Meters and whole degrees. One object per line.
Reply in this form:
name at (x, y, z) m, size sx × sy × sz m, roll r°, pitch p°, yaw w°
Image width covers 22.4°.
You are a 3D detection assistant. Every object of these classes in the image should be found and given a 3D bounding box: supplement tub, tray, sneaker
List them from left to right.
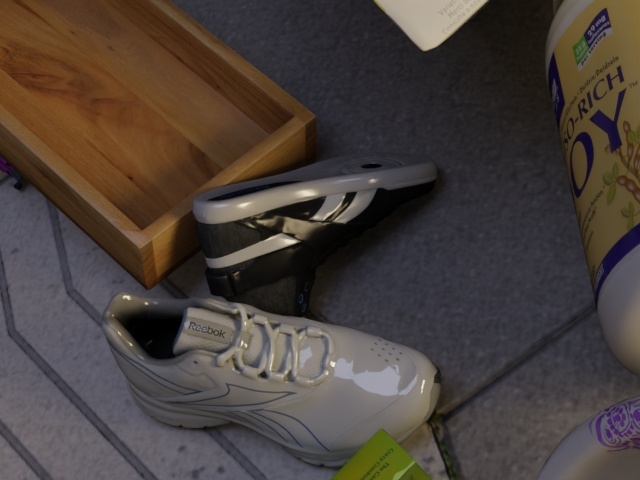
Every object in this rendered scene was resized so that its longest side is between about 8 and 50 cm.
tray at (-0.219, -0.151, 1.473) m, size 0.203 × 0.076 × 0.411 m, roll -39°, pitch 62°, yaw -24°
sneaker at (-0.049, 0.104, 1.295) m, size 0.297 × 0.129 × 0.111 m, roll 3°, pitch 61°, yaw 24°
sneaker at (0.000, 0.000, 1.371) m, size 0.217 × 0.121 × 0.079 m, roll -12°, pitch 18°, yaw -18°
supplement tub at (0.296, -0.082, 1.176) m, size 0.241 × 0.241 × 0.331 m, roll -17°, pitch 56°, yaw 15°

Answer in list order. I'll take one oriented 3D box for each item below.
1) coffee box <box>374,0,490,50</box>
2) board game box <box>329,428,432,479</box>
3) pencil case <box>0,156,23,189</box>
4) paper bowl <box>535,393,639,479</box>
coffee box at (0.106, -0.391, 1.257) m, size 0.337 × 0.338 × 0.334 m, roll -43°, pitch 92°, yaw 16°
board game box at (0.010, 0.234, 1.214) m, size 0.181 × 0.092 × 0.043 m, roll -44°, pitch 53°, yaw -4°
pencil case at (-0.265, -0.125, 1.564) m, size 0.151 × 0.064 × 0.070 m, roll -46°, pitch 36°, yaw -5°
paper bowl at (0.264, 0.211, 0.933) m, size 0.284 × 0.148 × 0.284 m, roll 15°, pitch 111°, yaw 44°
